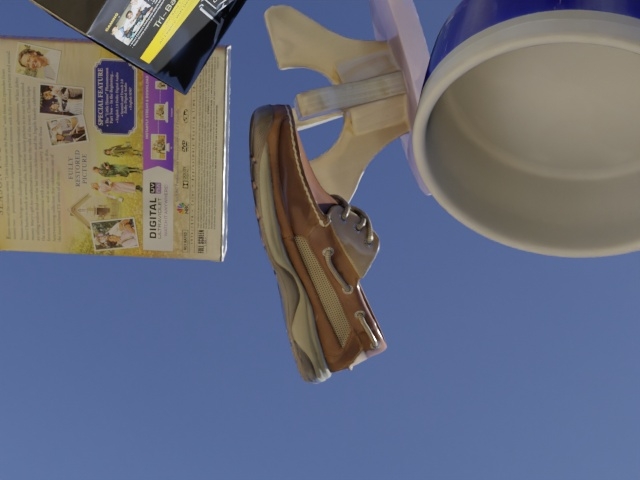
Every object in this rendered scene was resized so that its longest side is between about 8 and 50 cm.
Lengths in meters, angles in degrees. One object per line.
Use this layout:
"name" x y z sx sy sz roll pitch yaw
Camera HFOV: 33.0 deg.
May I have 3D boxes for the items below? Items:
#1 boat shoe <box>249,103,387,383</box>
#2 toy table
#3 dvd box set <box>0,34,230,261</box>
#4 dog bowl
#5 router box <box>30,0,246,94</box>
"boat shoe" 0.000 0.000 1.130 0.116 0.123 0.324 -14 -57 -1
"toy table" 0.041 -0.172 1.275 0.252 0.161 0.274 103 -29 -81
"dvd box set" -0.339 -0.130 1.520 0.421 0.062 0.307 2 -74 0
"dog bowl" 0.216 -0.105 0.924 0.265 0.104 0.265 10 -38 8
"router box" -0.105 -0.296 0.948 0.081 0.243 0.308 34 -87 12
